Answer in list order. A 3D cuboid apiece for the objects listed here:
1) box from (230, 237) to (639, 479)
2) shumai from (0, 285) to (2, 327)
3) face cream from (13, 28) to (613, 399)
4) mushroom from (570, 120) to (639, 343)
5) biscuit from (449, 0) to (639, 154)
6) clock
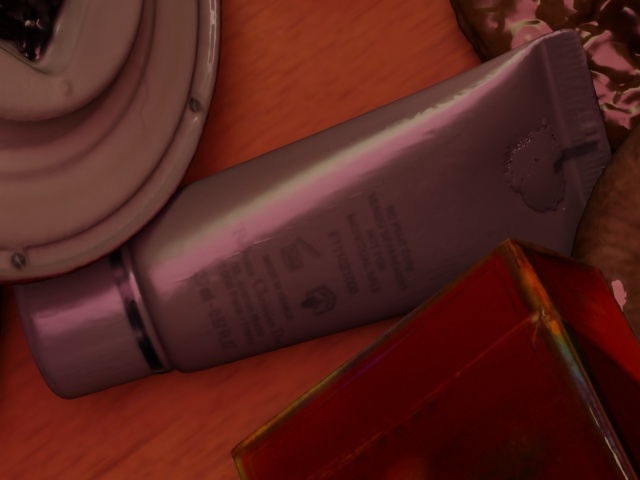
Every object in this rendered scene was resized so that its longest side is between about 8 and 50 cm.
[{"bbox_3d":[0.097,0.181,0.903,0.197,0.089,0.313,-40,55,26],"label":"box"},{"bbox_3d":[-0.284,0.007,0.983,0.225,0.222,0.260,-24,85,-2],"label":"shumai"},{"bbox_3d":[0.000,0.000,1.020,0.314,0.089,0.143,-17,120,3],"label":"face cream"},{"bbox_3d":[0.197,0.051,0.982,0.151,0.156,0.285,-4,90,22],"label":"mushroom"},{"bbox_3d":[0.194,-0.182,1.045,0.296,0.075,0.295,-1,82,6],"label":"biscuit"},{"bbox_3d":[-0.165,-0.136,0.931,0.080,0.318,0.318,-12,78,45],"label":"clock"}]
